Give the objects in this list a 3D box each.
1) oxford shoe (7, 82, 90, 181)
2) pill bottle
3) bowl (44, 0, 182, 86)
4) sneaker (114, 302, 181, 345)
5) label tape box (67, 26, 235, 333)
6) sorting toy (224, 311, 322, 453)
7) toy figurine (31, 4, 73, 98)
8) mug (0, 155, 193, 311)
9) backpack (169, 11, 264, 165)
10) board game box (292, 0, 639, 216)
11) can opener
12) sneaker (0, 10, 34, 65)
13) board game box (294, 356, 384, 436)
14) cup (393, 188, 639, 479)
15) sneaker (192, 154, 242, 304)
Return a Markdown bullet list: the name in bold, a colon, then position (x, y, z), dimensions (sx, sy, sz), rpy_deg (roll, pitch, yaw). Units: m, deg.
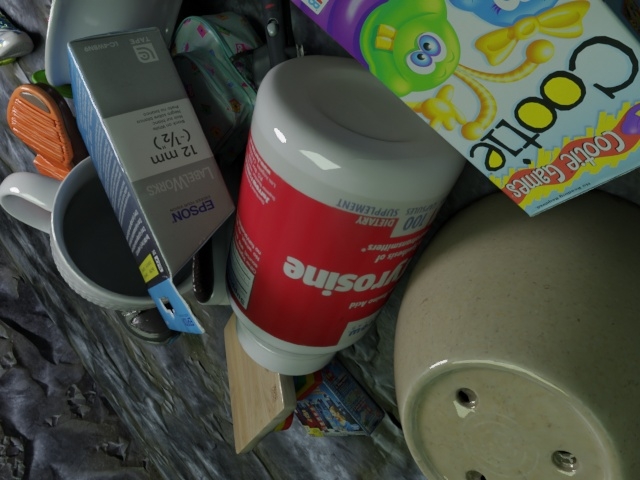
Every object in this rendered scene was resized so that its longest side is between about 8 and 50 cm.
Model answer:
- **oxford shoe**: position (-0.529, -0.223, 0.967), dimensions (0.130, 0.133, 0.363), rpy_deg (34, 154, -8)
- **pill bottle**: position (0.000, 0.000, 0.609), dimensions (0.229, 0.229, 0.408), rpy_deg (37, 136, 18)
- **bowl**: position (-0.272, -0.337, 0.661), dimensions (0.134, 0.298, 0.298), rpy_deg (18, 145, -24)
- **sneaker**: position (-0.493, 0.133, 1.219), dimensions (0.341, 0.125, 0.140), rpy_deg (42, 139, 14)
- **label tape box**: position (-0.213, -0.056, 0.633), dimensions (0.249, 0.115, 0.348), rpy_deg (-19, 96, 64)
- **sorting toy**: position (-0.092, 0.222, 0.864), dimensions (0.255, 0.089, 0.257), rpy_deg (-56, 39, 44)
- **toy figurine**: position (-0.487, -0.386, 0.913), dimensions (0.173, 0.130, 0.159), rpy_deg (52, 130, 40)
- **mug**: position (-0.410, -0.017, 0.897), dimensions (0.374, 0.276, 0.328), rpy_deg (26, 156, -23)
- **backpack**: position (-0.140, -0.218, 0.663), dimensions (0.166, 0.144, 0.188), rpy_deg (-32, 85, 53)
- **board game box**: position (0.138, -0.172, 0.362), dimensions (0.275, 0.144, 0.142), rpy_deg (36, 141, -16)
- **can opener**: position (-0.055, -0.269, 0.568), dimensions (0.073, 0.059, 0.186), rpy_deg (-5, 88, 8)
- **sneaker**: position (-0.751, -0.483, 1.081), dimensions (0.240, 0.091, 0.126), rpy_deg (5, 119, 41)
- **board game box**: position (-0.001, 0.291, 0.927), dimensions (0.194, 0.060, 0.194), rpy_deg (-28, 94, 48)
- **cup**: position (0.204, 0.130, 0.460), dimensions (0.331, 0.237, 0.331), rpy_deg (12, 113, 30)
- **sneaker**: position (-0.153, -0.035, 0.808), dimensions (0.105, 0.123, 0.290), rpy_deg (-8, 79, 47)
